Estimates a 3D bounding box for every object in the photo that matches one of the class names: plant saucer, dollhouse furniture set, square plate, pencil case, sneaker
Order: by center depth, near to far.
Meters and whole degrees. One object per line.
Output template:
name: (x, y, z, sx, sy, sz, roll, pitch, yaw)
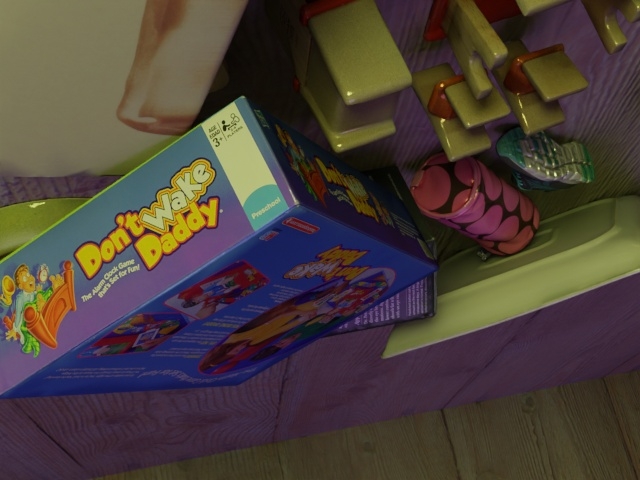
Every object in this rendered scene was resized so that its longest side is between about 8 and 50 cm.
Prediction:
dollhouse furniture set: (0.103, -0.177, 0.662, 0.259, 0.135, 0.262, -20, 160, -13)
plant saucer: (-0.296, 0.022, 0.997, 0.241, 0.037, 0.241, -11, 158, -4)
sneaker: (0.244, -0.082, 1.014, 0.166, 0.065, 0.076, 12, 153, -43)
pencil case: (0.181, -0.041, 1.048, 0.098, 0.095, 0.209, 27, 180, 34)
square plate: (0.264, 0.030, 1.156, 0.347, 0.049, 0.344, -22, -174, 22)

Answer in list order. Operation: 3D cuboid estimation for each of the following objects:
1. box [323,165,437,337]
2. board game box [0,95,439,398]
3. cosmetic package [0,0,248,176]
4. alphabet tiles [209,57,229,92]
box: (0.006, 0.015, 0.956, 0.207, 0.153, 0.108, -10, 126, -5)
board game box: (-0.063, 0.030, 0.682, 0.233, 0.078, 0.347, -32, 163, 13)
cosmetic package: (-0.108, -0.171, 0.451, 0.129, 0.153, 0.296, -1, 153, -26)
alphabet tiles: (-0.221, -0.125, 0.698, 0.284, 0.021, 0.278, -14, 158, 4)
